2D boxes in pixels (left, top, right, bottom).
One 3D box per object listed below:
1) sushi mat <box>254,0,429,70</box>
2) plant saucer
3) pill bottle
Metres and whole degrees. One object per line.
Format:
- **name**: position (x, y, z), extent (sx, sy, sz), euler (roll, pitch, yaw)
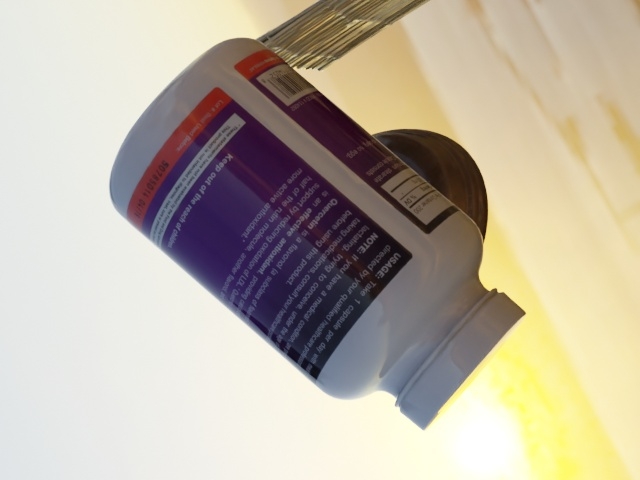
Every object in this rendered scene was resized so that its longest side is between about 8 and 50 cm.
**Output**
- **sushi mat**: position (0.087, -0.255, 1.868), extent (0.019, 0.316, 0.151), euler (64, -159, 13)
- **plant saucer**: position (0.042, 0.003, 1.931), extent (0.041, 0.278, 0.278), euler (38, -162, -42)
- **pill bottle**: position (0.000, 0.000, 1.534), extent (0.323, 0.181, 0.181), euler (41, 180, 9)
